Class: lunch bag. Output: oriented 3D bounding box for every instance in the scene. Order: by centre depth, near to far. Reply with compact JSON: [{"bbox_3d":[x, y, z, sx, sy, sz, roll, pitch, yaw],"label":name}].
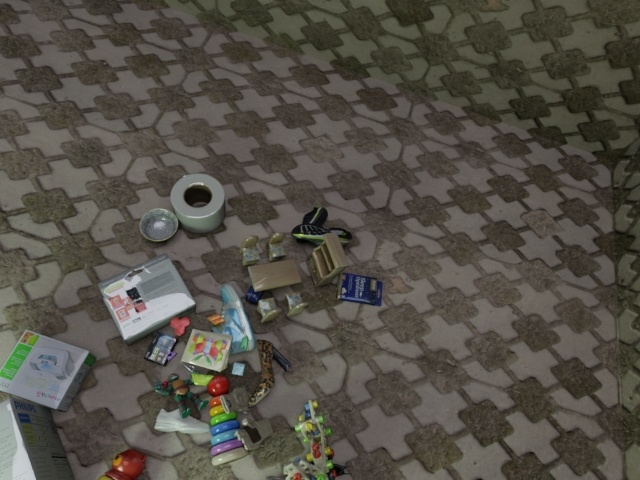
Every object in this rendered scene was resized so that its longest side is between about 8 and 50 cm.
[{"bbox_3d":[-0.302,0.239,1.979,0.065,0.067,0.098,28,60,2],"label":"lunch bag"}]

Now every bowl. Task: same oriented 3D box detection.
[{"bbox_3d":[-0.754,-0.059,2.029,0.170,0.080,0.169,4,65,-9],"label":"bowl"}]

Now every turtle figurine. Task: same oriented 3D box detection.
[{"bbox_3d":[-0.562,0.593,1.736,0.175,0.118,0.234,-28,55,-31],"label":"turtle figurine"}]

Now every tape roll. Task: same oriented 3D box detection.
[{"bbox_3d":[-0.580,-0.175,2.067,0.247,0.169,0.245,4,64,-8],"label":"tape roll"}]

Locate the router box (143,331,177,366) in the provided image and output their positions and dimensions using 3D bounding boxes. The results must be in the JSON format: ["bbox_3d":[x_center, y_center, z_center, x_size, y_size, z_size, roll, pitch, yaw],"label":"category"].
[{"bbox_3d":[-0.674,0.458,1.823,0.092,0.038,0.122,20,63,0],"label":"router box"}]

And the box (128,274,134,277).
[{"bbox_3d":[-0.852,0.222,1.907,0.094,0.027,0.136,23,63,2],"label":"box"}]

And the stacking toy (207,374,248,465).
[{"bbox_3d":[-0.390,0.703,1.716,0.141,0.141,0.330,-12,63,-16],"label":"stacking toy"}]

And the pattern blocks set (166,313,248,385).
[{"bbox_3d":[-0.459,0.440,1.755,0.325,0.026,0.285,1,68,-5],"label":"pattern blocks set"}]

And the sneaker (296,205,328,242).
[{"bbox_3d":[-0.057,-0.082,2.188,0.097,0.084,0.234,23,62,39],"label":"sneaker"}]

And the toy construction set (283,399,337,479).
[{"bbox_3d":[-0.028,0.801,1.655,0.151,0.327,0.214,-16,108,17],"label":"toy construction set"}]

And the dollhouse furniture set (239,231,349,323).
[{"bbox_3d":[-0.114,0.122,1.923,0.395,0.256,0.361,-9,66,-28],"label":"dollhouse furniture set"}]

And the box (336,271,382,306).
[{"bbox_3d":[0.195,0.237,2.092,0.226,0.036,0.136,10,64,-7],"label":"box"}]

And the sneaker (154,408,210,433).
[{"bbox_3d":[-0.542,0.711,1.712,0.213,0.080,0.094,8,52,-5],"label":"sneaker"}]

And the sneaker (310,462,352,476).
[{"bbox_3d":[0.035,0.910,1.712,0.171,0.089,0.051,6,64,-8],"label":"sneaker"}]

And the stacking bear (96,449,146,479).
[{"bbox_3d":[-0.747,0.894,1.540,0.164,0.176,0.289,54,47,-28],"label":"stacking bear"}]

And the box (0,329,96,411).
[{"bbox_3d":[-1.068,0.509,1.679,0.262,0.126,0.231,21,61,-2],"label":"box"}]

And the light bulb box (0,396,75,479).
[{"bbox_3d":[-1.022,0.761,1.436,0.225,0.357,0.360,-26,71,-23],"label":"light bulb box"}]

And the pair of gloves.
[{"bbox_3d":[-0.296,0.702,1.710,0.042,0.204,0.240,-36,76,17],"label":"pair of gloves"}]

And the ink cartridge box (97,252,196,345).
[{"bbox_3d":[-0.736,0.244,1.841,0.310,0.130,0.271,-27,77,-25],"label":"ink cartridge box"}]

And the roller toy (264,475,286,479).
[{"bbox_3d":[-0.149,0.980,1.584,0.147,0.209,0.191,12,58,-6],"label":"roller toy"}]

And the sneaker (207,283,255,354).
[{"bbox_3d":[-0.427,0.352,1.871,0.208,0.127,0.318,-18,69,-19],"label":"sneaker"}]

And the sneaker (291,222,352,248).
[{"bbox_3d":[0.000,0.000,2.096,0.300,0.121,0.111,10,31,-16],"label":"sneaker"}]

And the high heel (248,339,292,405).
[{"bbox_3d":[-0.264,0.550,1.817,0.186,0.093,0.261,43,49,4],"label":"high heel"}]
